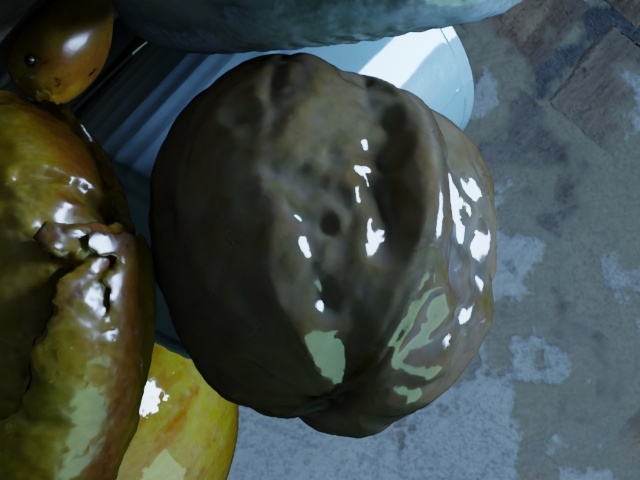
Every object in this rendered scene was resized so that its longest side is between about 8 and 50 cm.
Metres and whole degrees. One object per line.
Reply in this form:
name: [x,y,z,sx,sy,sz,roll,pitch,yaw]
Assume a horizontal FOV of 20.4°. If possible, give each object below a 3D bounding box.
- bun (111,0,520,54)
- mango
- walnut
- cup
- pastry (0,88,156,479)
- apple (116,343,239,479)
bun: [0.001,-0.244,1.284,0.354,0.194,0.354,-7,-168,2]
mango: [-0.202,-0.157,1.409,0.114,0.060,0.080,-46,162,-43]
walnut: [0.003,0.000,1.252,0.273,0.273,0.227,-49,168,-33]
cup: [-0.087,-0.099,1.519,0.311,0.331,0.257,-50,173,-30]
pastry: [-0.250,0.062,1.236,0.164,0.356,0.356,5,137,-42]
apple: [-0.264,0.162,1.787,0.333,0.400,0.400,-53,-179,-24]
